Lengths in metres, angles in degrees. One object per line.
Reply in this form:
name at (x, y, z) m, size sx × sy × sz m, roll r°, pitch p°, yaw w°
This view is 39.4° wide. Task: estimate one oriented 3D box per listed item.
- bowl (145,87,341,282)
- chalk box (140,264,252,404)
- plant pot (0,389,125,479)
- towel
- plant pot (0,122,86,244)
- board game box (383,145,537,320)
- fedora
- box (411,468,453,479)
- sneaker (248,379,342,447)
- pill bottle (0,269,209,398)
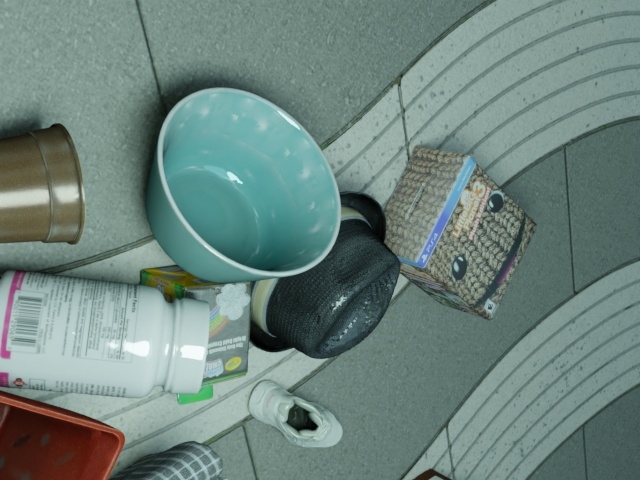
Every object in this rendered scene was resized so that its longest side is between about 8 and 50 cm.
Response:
bowl at (-0.141, -0.058, 1.358) m, size 0.312 × 0.163 × 0.311 m, roll 20°, pitch 54°, yaw -30°
chalk box at (-0.202, 0.154, 1.432) m, size 0.132 × 0.132 × 0.212 m, roll -6°, pitch 107°, yaw -41°
plant pot at (-0.468, 0.301, 1.166) m, size 0.267 × 0.236 × 0.267 m, roll 30°, pitch 82°, yaw -42°
towel at (-0.288, 0.405, 1.339) m, size 0.235 × 0.284 × 0.121 m, roll -30°, pitch 94°, yaw -36°
plant pot at (-0.415, -0.066, 1.174) m, size 0.165 × 0.167 × 0.166 m, roll -9°, pitch 108°, yaw -31°
board game box at (0.267, -0.012, 1.790) m, size 0.291 × 0.141 × 0.232 m, roll 35°, pitch 78°, yaw -42°
fedora at (0.025, 0.086, 1.541) m, size 0.334 × 0.152 × 0.334 m, roll -28°, pitch 139°, yaw -27°
box at (0.278, 0.721, 1.970) m, size 0.143 × 0.191 × 0.381 m, roll -24°, pitch 116°, yaw -35°
sneaker at (-0.026, 0.340, 1.646) m, size 0.232 × 0.115 × 0.090 m, roll 33°, pitch 79°, yaw -42°
pill bottle at (-0.304, 0.135, 1.243) m, size 0.283 × 0.160 × 0.160 m, roll 8°, pitch 97°, yaw -13°
